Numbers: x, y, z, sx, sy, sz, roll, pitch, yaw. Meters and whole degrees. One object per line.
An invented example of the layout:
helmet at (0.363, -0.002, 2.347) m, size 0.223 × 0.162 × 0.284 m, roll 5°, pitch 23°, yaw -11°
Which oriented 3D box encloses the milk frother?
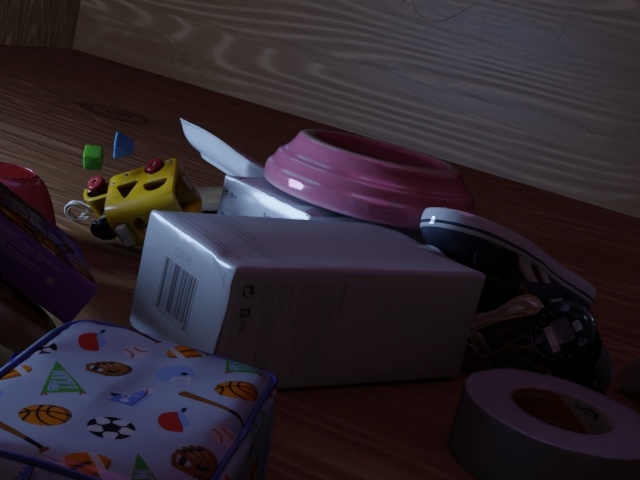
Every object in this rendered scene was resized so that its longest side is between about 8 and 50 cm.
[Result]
milk frother at (0.297, 0.167, 1.366) m, size 0.143 × 0.129 × 0.135 m, roll -11°, pitch -34°, yaw 21°

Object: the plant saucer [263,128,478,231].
plant saucer at (0.083, -0.098, 1.604) m, size 0.332 × 0.084 × 0.332 m, roll 14°, pitch 13°, yaw -3°

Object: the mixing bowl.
mixing bowl at (-0.452, -0.054, 1.499) m, size 0.181 × 0.098 × 0.181 m, roll 14°, pitch 13°, yaw -3°

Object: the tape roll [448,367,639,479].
tape roll at (0.254, 0.216, 1.157) m, size 0.219 × 0.072 × 0.219 m, roll 13°, pitch 14°, yaw -3°

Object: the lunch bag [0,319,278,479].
lunch bag at (-0.173, 0.165, 0.871) m, size 0.243 × 0.115 × 0.303 m, roll 13°, pitch 14°, yaw 8°

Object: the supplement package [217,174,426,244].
supplement package at (0.000, 0.000, 1.618) m, size 0.261 × 0.145 × 0.204 m, roll -1°, pitch 19°, yaw -43°

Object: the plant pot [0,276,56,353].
plant pot at (-0.354, 0.044, 1.088) m, size 0.236 × 0.032 × 0.236 m, roll 40°, pitch -4°, yaw 3°

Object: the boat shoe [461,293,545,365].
boat shoe at (0.228, 0.124, 1.397) m, size 0.153 × 0.056 × 0.048 m, roll -26°, pitch 23°, yaw 3°

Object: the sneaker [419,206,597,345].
sneaker at (0.256, 0.067, 1.470) m, size 0.321 × 0.128 × 0.126 m, roll 29°, pitch -14°, yaw -28°

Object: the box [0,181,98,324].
box at (-0.368, -0.014, 1.244) m, size 0.201 × 0.057 × 0.293 m, roll 41°, pitch -4°, yaw -20°

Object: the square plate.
square plate at (-0.072, -0.091, 1.908) m, size 0.347 × 0.049 × 0.344 m, roll 30°, pitch 3°, yaw -31°

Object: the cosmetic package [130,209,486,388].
cosmetic package at (-0.012, 0.071, 1.313) m, size 0.384 × 0.156 × 0.217 m, roll 5°, pitch 16°, yaw -36°

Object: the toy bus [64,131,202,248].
toy bus at (-0.279, -0.042, 1.587) m, size 0.190 × 0.202 × 0.104 m, roll 17°, pitch 43°, yaw -16°

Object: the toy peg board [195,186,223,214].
toy peg board at (-0.214, -0.038, 1.751) m, size 0.160 × 0.079 × 0.161 m, roll -1°, pitch 11°, yaw 6°

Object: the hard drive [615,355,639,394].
hard drive at (0.576, 0.111, 1.487) m, size 0.307 × 0.203 × 0.040 m, roll -17°, pitch 67°, yaw -34°
